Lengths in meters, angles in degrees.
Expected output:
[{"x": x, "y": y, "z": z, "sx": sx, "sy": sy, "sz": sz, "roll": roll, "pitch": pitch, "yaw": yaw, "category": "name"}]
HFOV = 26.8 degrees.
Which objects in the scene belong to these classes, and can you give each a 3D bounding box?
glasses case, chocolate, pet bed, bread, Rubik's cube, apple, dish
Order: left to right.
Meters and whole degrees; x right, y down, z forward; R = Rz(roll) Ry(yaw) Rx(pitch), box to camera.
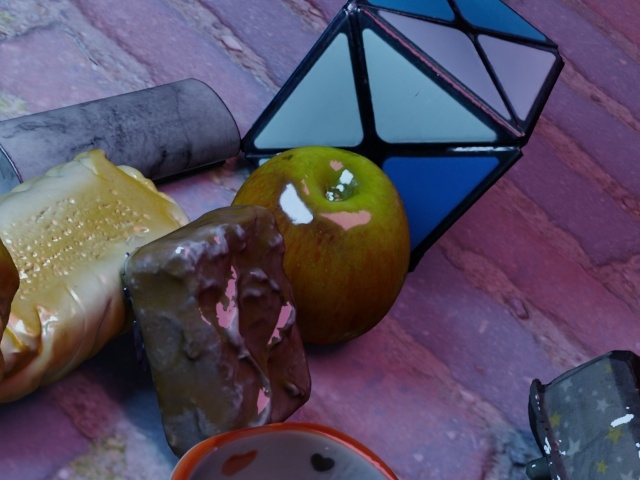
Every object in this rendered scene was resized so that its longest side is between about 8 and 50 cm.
[{"x": -0.243, "y": 0.033, "z": 1.189, "sx": 0.173, "sy": 0.121, "sz": 0.311, "roll": 42, "pitch": 38, "yaw": 10, "category": "bread"}, {"x": -0.218, "y": -0.102, "z": 1.401, "sx": 0.299, "sy": 0.060, "sz": 0.114, "roll": -20, "pitch": 68, "yaw": -46, "category": "glasses case"}, {"x": -0.081, "y": 0.086, "z": 1.187, "sx": 0.148, "sy": 0.093, "sz": 0.214, "roll": -30, "pitch": 109, "yaw": -48, "category": "chocolate"}, {"x": -0.028, "y": 0.278, "z": 1.087, "sx": 0.256, "sy": 0.117, "sz": 0.256, "roll": 20, "pitch": 40, "yaw": -18, "category": "dish"}, {"x": 0.000, "y": 0.000, "z": 1.358, "sx": 0.196, "sy": 0.196, "sz": 0.196, "roll": 20, "pitch": 40, "yaw": -18, "category": "apple"}, {"x": 0.096, "y": -0.156, "z": 1.522, "sx": 0.246, "sy": 0.250, "sz": 0.248, "roll": 37, "pitch": 35, "yaw": -6, "category": "Rubik's cube"}, {"x": 0.296, "y": 0.241, "z": 1.345, "sx": 0.183, "sy": 0.159, "sz": 0.211, "roll": 38, "pitch": 31, "yaw": -39, "category": "pet bed"}]

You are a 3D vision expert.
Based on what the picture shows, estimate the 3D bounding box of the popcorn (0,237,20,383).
[{"x": -0.383, "y": 0.087, "z": 0.848, "sx": 0.344, "sy": 0.354, "sz": 0.390, "roll": 20, "pitch": 15, "yaw": -31, "category": "popcorn"}]
